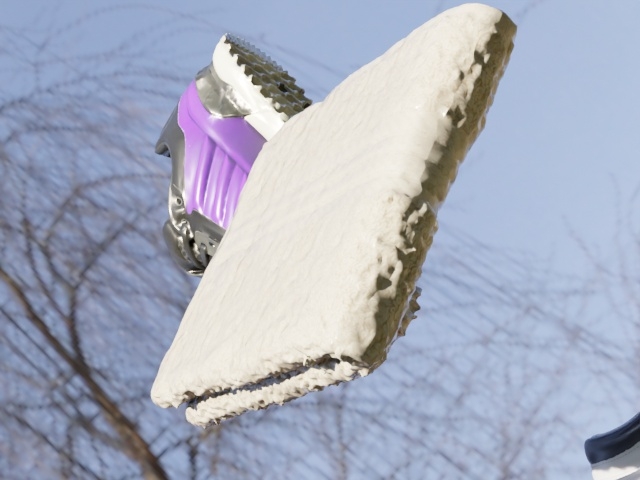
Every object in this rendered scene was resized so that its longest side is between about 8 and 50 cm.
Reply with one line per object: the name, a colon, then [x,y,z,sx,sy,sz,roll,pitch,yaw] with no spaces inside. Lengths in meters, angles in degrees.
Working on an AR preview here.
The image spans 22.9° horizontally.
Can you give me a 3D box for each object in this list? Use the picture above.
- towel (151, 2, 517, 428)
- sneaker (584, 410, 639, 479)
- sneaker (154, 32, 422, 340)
towel: [0.000,0.000,0.819,0.049,0.282,0.187,28,-109,-15]
sneaker: [0.289,0.124,0.899,0.282,0.153,0.099,-19,-12,7]
sneaker: [-0.039,-0.008,1.168,0.146,0.293,0.102,-44,-39,18]
